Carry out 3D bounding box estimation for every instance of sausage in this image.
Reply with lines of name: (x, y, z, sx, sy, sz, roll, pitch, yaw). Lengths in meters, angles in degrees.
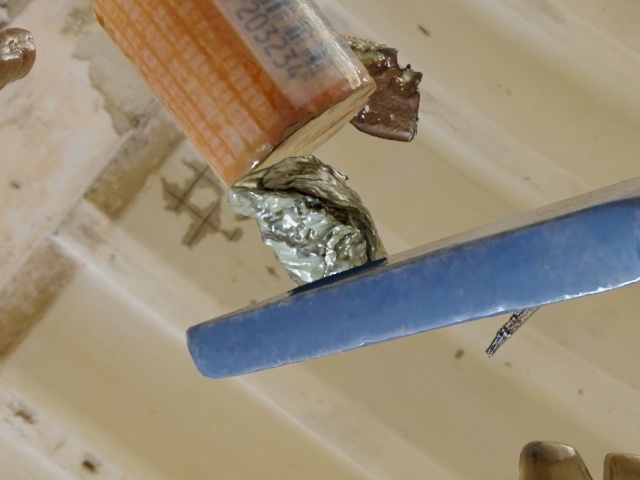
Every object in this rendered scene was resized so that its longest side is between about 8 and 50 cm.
sausage: (-0.101, -0.230, 1.036, 0.233, 0.287, 0.233, -39, 179, -1)

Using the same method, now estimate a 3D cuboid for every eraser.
eraser: (0.069, 0.023, 0.504, 0.312, 0.042, 0.144, -20, 179, 40)

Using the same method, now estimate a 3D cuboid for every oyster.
oyster: (0.001, -0.001, 1.004, 0.162, 0.351, 0.158, 21, -101, 32)

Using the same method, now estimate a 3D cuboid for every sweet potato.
sweet potato: (-0.542, -0.267, 1.349, 0.097, 0.097, 0.251, -41, -170, 37)

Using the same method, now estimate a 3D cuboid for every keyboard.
keyboard: (0.337, 0.117, 1.395, 0.231, 0.023, 0.072, -30, 156, -46)

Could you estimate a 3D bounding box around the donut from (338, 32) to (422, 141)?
donut: (0.068, -0.246, 1.333, 0.126, 0.187, 0.144, -110, -147, -58)

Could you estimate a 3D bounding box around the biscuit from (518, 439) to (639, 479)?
biscuit: (0.411, 0.460, 1.297, 0.062, 0.237, 0.290, 115, -15, -71)
